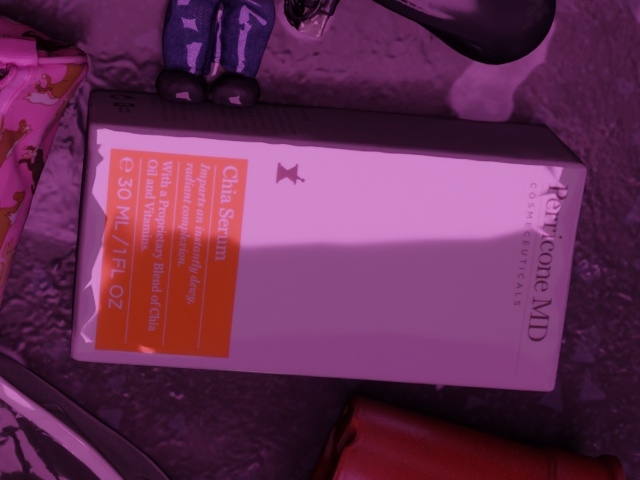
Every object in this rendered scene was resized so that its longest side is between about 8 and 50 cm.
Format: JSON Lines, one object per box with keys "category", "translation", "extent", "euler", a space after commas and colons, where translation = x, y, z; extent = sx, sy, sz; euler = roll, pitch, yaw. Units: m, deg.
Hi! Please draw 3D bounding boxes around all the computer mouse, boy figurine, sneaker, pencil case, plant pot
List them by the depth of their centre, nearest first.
{"category": "pencil case", "translation": [-0.337, -0.016, 1.736], "extent": [0.167, 0.160, 0.386], "euler": [4, 110, -54]}
{"category": "boy figurine", "translation": [-0.079, -0.268, 1.744], "extent": [0.177, 0.092, 0.285], "euler": [8, 108, -6]}
{"category": "computer mouse", "translation": [0.112, -0.241, 1.748], "extent": [0.272, 0.072, 0.188], "euler": [19, 89, -25]}
{"category": "plant pot", "translation": [0.116, 0.288, 1.848], "extent": [0.265, 0.272, 0.272], "euler": [21, 103, -4]}
{"category": "sneaker", "translation": [-0.257, 0.251, 1.871], "extent": [0.296, 0.104, 0.147], "euler": [39, 100, -9]}

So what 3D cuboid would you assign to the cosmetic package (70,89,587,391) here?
{"category": "cosmetic package", "translation": [0.000, 0.000, 1.792], "extent": [0.453, 0.161, 0.230], "euler": [3, 106, -8]}
